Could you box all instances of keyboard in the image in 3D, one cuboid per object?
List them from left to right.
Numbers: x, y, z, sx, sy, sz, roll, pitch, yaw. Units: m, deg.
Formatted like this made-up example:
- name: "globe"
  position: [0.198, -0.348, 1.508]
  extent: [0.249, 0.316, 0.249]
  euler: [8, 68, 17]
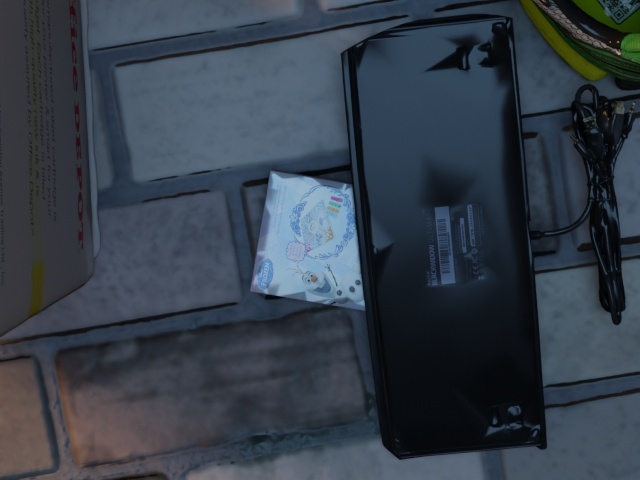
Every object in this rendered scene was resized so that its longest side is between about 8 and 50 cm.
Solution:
- name: "keyboard"
  position: [0.128, -0.002, 0.980]
  extent: [0.201, 0.033, 0.317]
  euler: [-5, 101, 4]

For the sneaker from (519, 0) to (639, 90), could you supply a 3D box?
- name: "sneaker"
  position: [0.140, -0.245, 0.915]
  extent: [0.343, 0.146, 0.134]
  euler: [42, 93, -3]

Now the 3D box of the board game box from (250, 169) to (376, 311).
- name: "board game box"
  position: [0.000, 0.000, 0.997]
  extent: [0.090, 0.020, 0.090]
  euler: [10, 95, -3]

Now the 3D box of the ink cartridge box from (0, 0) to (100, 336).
- name: "ink cartridge box"
  position: [-0.251, -0.084, 0.808]
  extent: [0.160, 0.385, 0.279]
  euler: [-1, 95, 3]
